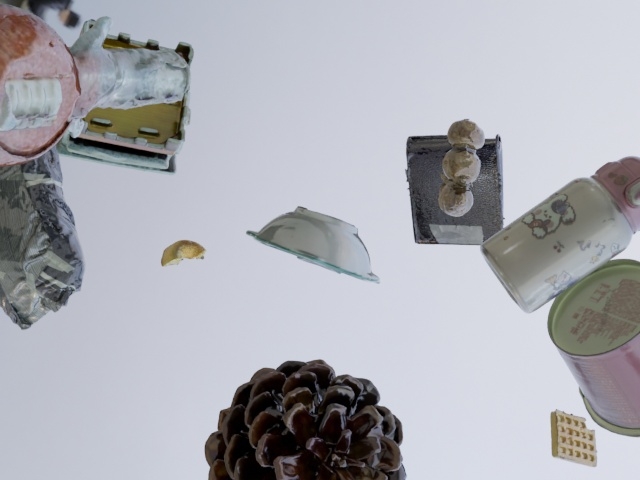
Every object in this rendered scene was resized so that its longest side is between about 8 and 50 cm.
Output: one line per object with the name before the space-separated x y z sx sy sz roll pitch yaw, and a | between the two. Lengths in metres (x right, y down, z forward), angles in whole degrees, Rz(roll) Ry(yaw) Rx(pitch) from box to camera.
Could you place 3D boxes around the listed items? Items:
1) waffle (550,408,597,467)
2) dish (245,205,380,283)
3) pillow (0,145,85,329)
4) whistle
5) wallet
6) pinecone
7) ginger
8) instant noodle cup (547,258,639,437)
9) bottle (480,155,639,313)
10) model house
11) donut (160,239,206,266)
waffle | 0.465 0.363 1.674 0.021 0.135 0.092 -18 -119 42
dish | 0.000 0.000 1.450 0.246 0.224 0.078 52 58 -84
pillow | -0.365 -0.066 1.093 0.162 0.093 0.335 -24 -106 29
whistle | -0.254 -0.148 0.865 0.134 0.346 0.142 5 -77 32
wallet | 0.313 -0.116 2.103 0.071 0.221 0.262 -43 130 -64
pinecone | -0.003 0.249 1.044 0.292 0.246 0.246 137 -29 -68
ginger | 0.291 -0.150 1.885 0.104 0.080 0.204 -99 -164 -78
instant noodle cup | 0.463 0.152 1.369 0.235 0.178 0.234 -31 -148 22
bottle | 0.323 -0.014 1.143 0.233 0.110 0.110 -35 -149 6
model house | -0.325 -0.224 1.532 0.215 0.224 0.198 148 -52 -65
donut | -0.264 0.027 1.788 0.038 0.083 0.067 -49 -153 49
